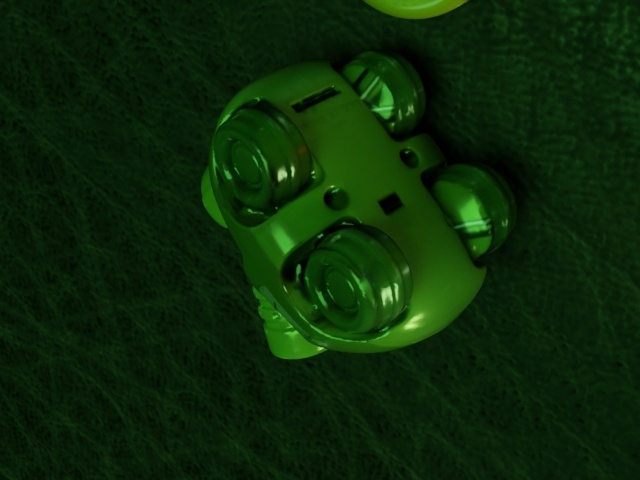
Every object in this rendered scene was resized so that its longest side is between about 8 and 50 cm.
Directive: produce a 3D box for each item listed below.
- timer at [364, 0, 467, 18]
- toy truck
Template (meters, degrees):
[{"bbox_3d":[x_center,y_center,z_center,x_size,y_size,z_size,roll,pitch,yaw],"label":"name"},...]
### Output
[{"bbox_3d":[0.052,-0.176,0.563,0.107,0.109,0.107,13,118,25],"label":"timer"},{"bbox_3d":[-0.002,-0.018,0.660,0.210,0.148,0.187,-17,102,56],"label":"toy truck"}]
